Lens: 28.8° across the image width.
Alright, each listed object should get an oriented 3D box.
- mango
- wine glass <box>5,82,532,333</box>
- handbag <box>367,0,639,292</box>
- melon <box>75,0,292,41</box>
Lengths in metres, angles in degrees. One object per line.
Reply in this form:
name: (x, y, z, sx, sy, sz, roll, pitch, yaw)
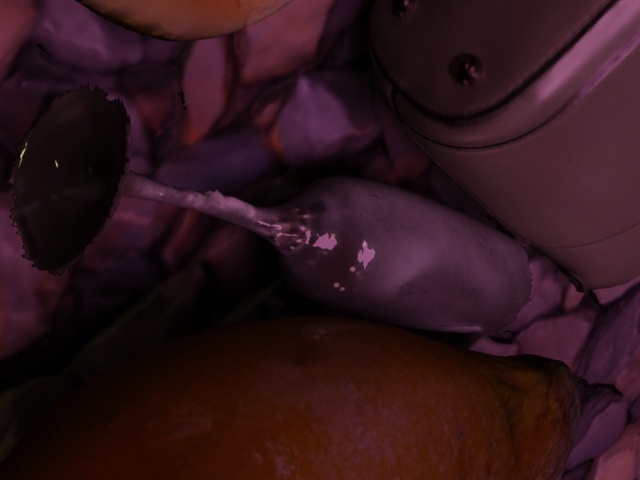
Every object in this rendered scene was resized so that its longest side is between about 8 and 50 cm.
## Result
mango: (-0.004, 0.112, 0.529, 0.316, 0.146, 0.193, -12, 141, -45)
wine glass: (0.000, 0.000, 0.517, 0.262, 0.074, 0.074, 14, 106, -45)
handbag: (0.172, -0.085, 0.589, 0.241, 0.109, 0.315, -45, 146, 14)
melon: (-0.032, -0.136, 0.410, 0.160, 0.079, 0.128, -50, 154, -4)
